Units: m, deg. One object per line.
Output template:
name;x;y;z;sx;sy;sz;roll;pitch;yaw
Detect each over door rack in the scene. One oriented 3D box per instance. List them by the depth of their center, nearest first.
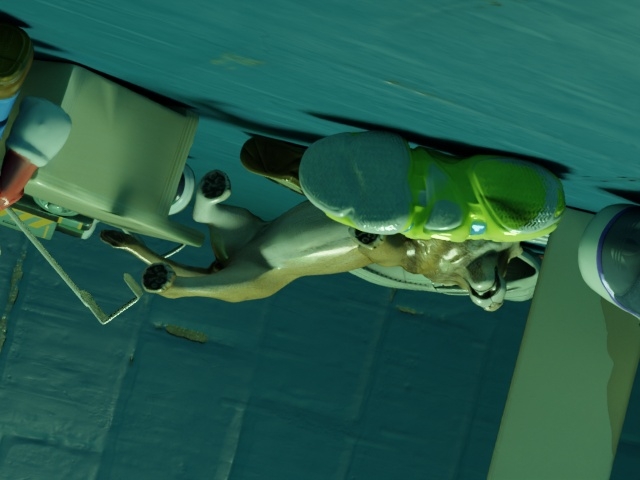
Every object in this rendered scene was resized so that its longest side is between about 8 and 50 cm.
over door rack;-0.328;-0.038;1.580;0.324;0.108;0.239;40;-162;-5

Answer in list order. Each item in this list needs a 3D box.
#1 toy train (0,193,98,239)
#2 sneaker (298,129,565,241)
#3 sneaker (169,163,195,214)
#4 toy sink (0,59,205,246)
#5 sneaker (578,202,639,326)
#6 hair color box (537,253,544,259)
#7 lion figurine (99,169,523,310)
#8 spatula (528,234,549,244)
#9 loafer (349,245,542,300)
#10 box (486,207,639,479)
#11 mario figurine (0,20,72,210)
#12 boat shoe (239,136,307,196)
toy train;-0.450;-0.099;1.932;0.334;0.142;0.190;17;148;-13
sneaker;0.104;-0.037;1.233;0.240;0.091;0.126;13;177;22
sneaker;-0.329;-0.108;2.052;0.282;0.099;0.153;16;-179;36
toy sink;-0.227;-0.094;1.426;0.153;0.131;0.234;12;172;44
sneaker;0.406;0.063;1.222;0.323;0.130;0.236;23;177;-35
hair color box;0.346;0.052;2.172;0.093;0.053;0.167;18;177;-36
lion figurine;0.000;0.000;1.401;0.392;0.142;0.240;-4;167;16
spatula;0.297;0.002;1.765;0.242;0.019;0.168;14;176;20
loafer;0.172;0.023;2.030;0.320;0.112;0.111;7;171;7
box;0.270;0.132;1.466;0.121;0.311;0.148;14;177;10
mario figurine;-0.353;-0.077;1.240;0.198;0.320;0.170;30;-137;5
boat shoe;-0.013;-0.076;1.521;0.152;0.056;0.049;24;-176;9
